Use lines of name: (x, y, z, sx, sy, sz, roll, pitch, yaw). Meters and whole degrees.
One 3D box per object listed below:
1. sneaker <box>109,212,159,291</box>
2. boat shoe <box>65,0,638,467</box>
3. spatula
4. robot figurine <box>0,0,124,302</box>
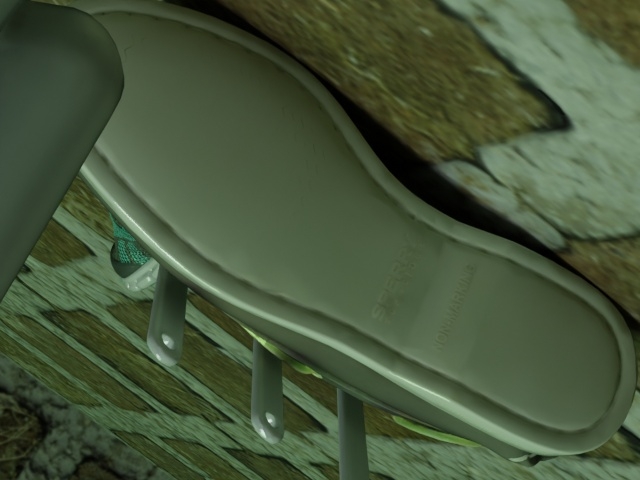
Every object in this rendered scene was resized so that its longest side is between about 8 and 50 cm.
sneaker: (-0.100, -0.017, 0.973, 0.076, 0.065, 0.166, 53, 158, -7)
boat shoe: (-0.002, 0.004, 0.725, 0.305, 0.109, 0.091, 33, 160, -11)
spatula: (-0.030, 0.031, 0.783, 0.168, 0.019, 0.242, 44, -160, -21)
robot figurine: (-0.175, -0.082, 0.372, 0.300, 0.353, 0.199, 43, 162, -25)
